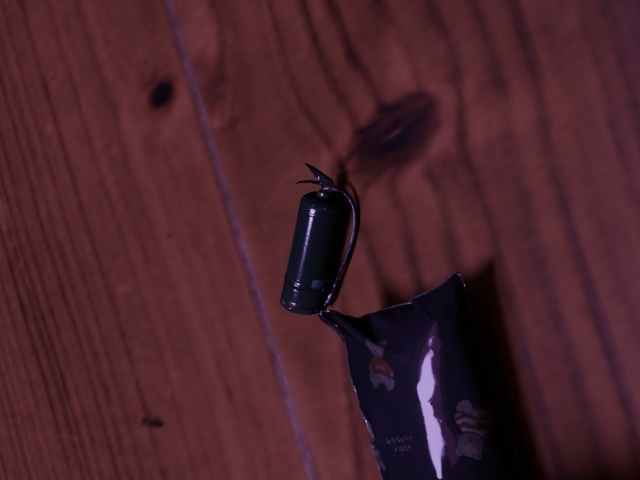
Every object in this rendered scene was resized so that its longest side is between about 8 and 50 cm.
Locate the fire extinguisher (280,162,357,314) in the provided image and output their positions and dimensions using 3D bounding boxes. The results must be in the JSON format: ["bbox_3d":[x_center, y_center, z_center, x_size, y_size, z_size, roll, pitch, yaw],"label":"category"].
[{"bbox_3d":[0.000,0.000,0.724,0.038,0.025,0.083,13,113,7],"label":"fire extinguisher"}]

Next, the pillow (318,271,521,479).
[{"bbox_3d":[0.057,0.096,0.661,0.090,0.048,0.150,-21,85,56],"label":"pillow"}]
